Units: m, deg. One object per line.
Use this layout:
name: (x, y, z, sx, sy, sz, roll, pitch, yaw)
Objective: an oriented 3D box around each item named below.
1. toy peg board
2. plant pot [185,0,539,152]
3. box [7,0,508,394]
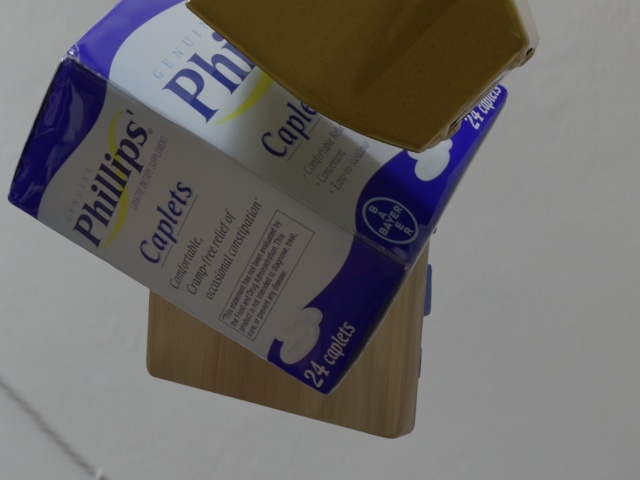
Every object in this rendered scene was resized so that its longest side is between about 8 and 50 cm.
toy peg board: (0.000, 0.000, 0.827, 0.160, 0.079, 0.161, 10, -79, 35)
plant pot: (0.022, -0.073, 0.511, 0.081, 0.081, 0.083, -44, -93, 14)
box: (-0.019, -0.036, 0.593, 0.137, 0.126, 0.072, 31, -50, 2)
